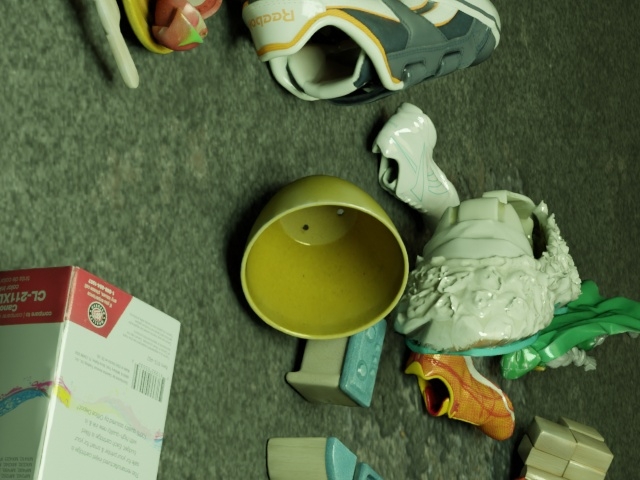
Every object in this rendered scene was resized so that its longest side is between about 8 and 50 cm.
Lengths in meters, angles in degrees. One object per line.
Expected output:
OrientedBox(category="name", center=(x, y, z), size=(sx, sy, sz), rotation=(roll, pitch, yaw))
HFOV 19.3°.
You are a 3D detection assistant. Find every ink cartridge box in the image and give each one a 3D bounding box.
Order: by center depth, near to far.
OrientedBox(category="ink cartridge box", center=(-0.169, 0.120, 1.270), size=(0.127, 0.072, 0.175), rotation=(35, 57, -53))

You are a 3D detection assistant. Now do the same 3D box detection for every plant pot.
OrientedBox(category="plant pot", center=(0.000, 0.000, 1.536), size=(0.095, 0.134, 0.134), rotation=(-97, 164, -56))

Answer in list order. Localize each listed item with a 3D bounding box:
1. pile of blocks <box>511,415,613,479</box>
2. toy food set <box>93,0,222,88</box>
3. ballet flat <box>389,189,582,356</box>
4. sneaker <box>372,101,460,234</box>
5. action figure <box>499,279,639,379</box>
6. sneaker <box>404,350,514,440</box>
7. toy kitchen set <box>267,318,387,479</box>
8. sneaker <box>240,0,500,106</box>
OrientedBox(category="pile of blocks", center=(0.201, 0.325, 1.867), size=(0.113, 0.149, 0.362), rotation=(21, 48, -10))
OrientedBox(category="toy food set", center=(-0.094, -0.207, 1.409), size=(0.218, 0.071, 0.128), rotation=(-64, 146, -52))
OrientedBox(category="ballet flat", center=(0.151, 0.021, 1.723), size=(0.409, 0.147, 0.147), rotation=(-14, 99, -75))
OrientedBox(category="sneaker", center=(0.084, -0.056, 1.748), size=(0.061, 0.054, 0.152), rotation=(-44, 132, -23))
OrientedBox(category="action figure", center=(0.251, 0.101, 1.958), size=(0.232, 0.137, 0.063), rotation=(-16, 114, -50))
OrientedBox(category="sneaker", center=(0.129, 0.148, 1.797), size=(0.175, 0.064, 0.067), rotation=(46, 68, -40))
OrientedBox(category="toy kitchen set", center=(0.066, 0.172, 1.610), size=(0.207, 0.122, 0.166), rotation=(46, 49, -47))
OrientedBox(category="sneaker", center=(0.041, -0.171, 1.610), size=(0.321, 0.126, 0.127), rotation=(15, 70, -49))
